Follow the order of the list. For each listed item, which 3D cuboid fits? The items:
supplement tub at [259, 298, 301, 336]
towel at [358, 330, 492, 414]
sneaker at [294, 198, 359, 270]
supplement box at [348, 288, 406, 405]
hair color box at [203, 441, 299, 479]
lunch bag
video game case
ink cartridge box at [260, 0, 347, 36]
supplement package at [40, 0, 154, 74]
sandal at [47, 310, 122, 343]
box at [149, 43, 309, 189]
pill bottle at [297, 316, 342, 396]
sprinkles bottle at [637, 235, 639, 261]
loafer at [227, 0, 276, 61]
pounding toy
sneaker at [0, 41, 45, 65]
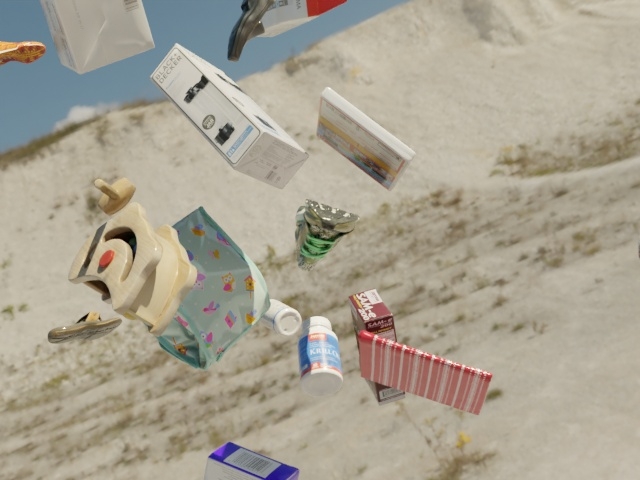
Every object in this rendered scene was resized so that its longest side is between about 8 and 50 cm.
[{"bbox_3d":[-0.098,0.184,1.920,0.071,0.071,0.107,-24,19,-23],"label":"supplement tub"},{"bbox_3d":[0.205,0.269,1.648,0.199,0.274,0.031,84,-154,-58],"label":"towel"},{"bbox_3d":[0.000,0.000,2.206,0.158,0.182,0.410,16,-5,-4],"label":"sneaker"},{"bbox_3d":[0.133,0.250,1.892,0.073,0.239,0.130,-15,27,-9],"label":"supplement box"},{"bbox_3d":[-0.174,0.642,1.790,0.185,0.339,0.110,16,12,22],"label":"hair color box"},{"bbox_3d":[-0.243,0.100,1.587,0.160,0.262,0.223,-38,3,42],"label":"lunch bag"},{"bbox_3d":[0.080,-0.191,1.589,0.025,0.204,0.285,-52,-3,-7],"label":"video game case"},{"bbox_3d":[-0.085,-0.734,2.143,0.091,0.308,0.385,-8,3,-33],"label":"ink cartridge box"},{"bbox_3d":[-0.546,-0.564,1.928,0.204,0.262,0.145,-27,34,-25],"label":"supplement package"},{"bbox_3d":[-0.579,0.207,1.985,0.090,0.060,0.219,-36,-19,33],"label":"sandal"},{"bbox_3d":[-0.172,-0.232,1.512,0.087,0.290,0.169,-50,-29,11],"label":"box"},{"bbox_3d":[-0.005,0.335,2.374,0.124,0.124,0.221,-25,42,15],"label":"pill bottle"},{"bbox_3d":[0.646,0.060,1.475,0.121,0.121,0.355,-25,7,25],"label":"sprinkles bottle"},{"bbox_3d":[-0.139,-0.435,1.635,0.061,0.170,0.062,23,-5,-21],"label":"loafer"},{"bbox_3d":[-0.298,0.017,1.135,0.154,0.155,0.269,-47,37,5],"label":"pounding toy"},{"bbox_3d":[-0.784,-0.481,2.039,0.175,0.067,0.064,-14,-32,-26],"label":"sneaker"}]
